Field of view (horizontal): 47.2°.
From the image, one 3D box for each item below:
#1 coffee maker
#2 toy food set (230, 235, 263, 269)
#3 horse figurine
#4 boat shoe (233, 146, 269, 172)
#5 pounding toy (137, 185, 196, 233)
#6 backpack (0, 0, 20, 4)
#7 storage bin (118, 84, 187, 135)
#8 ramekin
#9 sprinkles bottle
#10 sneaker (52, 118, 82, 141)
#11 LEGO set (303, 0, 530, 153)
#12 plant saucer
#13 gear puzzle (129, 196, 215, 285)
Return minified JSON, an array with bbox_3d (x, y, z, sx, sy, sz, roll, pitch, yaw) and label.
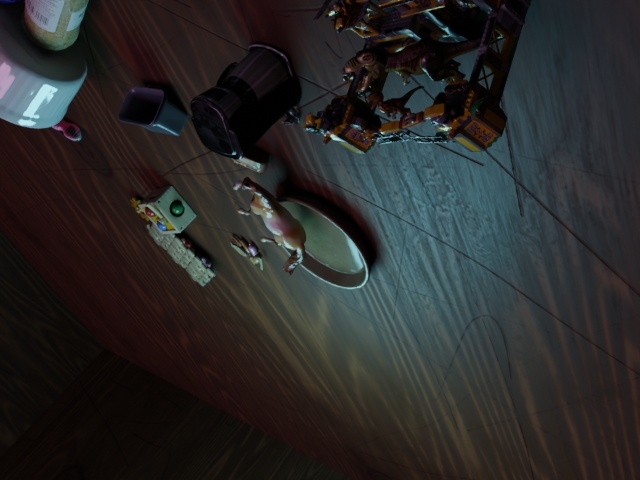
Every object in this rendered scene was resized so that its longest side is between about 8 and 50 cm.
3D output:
[{"bbox_3d":[-0.121,-0.224,1.276,0.120,0.178,0.171,4,136,51],"label":"coffee maker"},{"bbox_3d":[-0.190,0.023,1.922,0.122,0.019,0.078,38,154,23],"label":"toy food set"},{"bbox_3d":[-0.103,-0.039,1.574,0.263,0.066,0.174,53,157,-19],"label":"horse figurine"},{"bbox_3d":[-0.169,-0.182,1.546,0.135,0.050,0.045,30,146,19],"label":"boat shoe"},{"bbox_3d":[-0.422,-0.080,1.971,0.141,0.100,0.130,-2,132,54],"label":"pounding toy"},{"bbox_3d":[-0.648,-0.553,1.516,0.101,0.098,0.120,15,125,44],"label":"backpack"},{"bbox_3d":[-0.361,-0.283,1.611,0.135,0.098,0.091,16,172,39],"label":"storage bin"},{"bbox_3d":[-0.652,-0.395,1.605,0.277,0.277,0.135,45,118,-10],"label":"ramekin"},{"bbox_3d":[-0.506,-0.497,1.423,0.121,0.121,0.355,46,153,-11],"label":"sprinkles bottle"},{"bbox_3d":[-0.708,-0.305,2.069,0.119,0.047,0.057,33,160,30],"label":"sneaker"},{"bbox_3d":[0.081,-0.240,0.902,0.192,0.255,0.331,25,177,-35],"label":"LEGO set"},{"bbox_3d":[0.000,0.000,1.615,0.278,0.041,0.278,30,151,19],"label":"plant saucer"},{"bbox_3d":[-0.441,-0.006,2.182,0.339,0.044,0.175,45,155,-3],"label":"gear puzzle"}]
